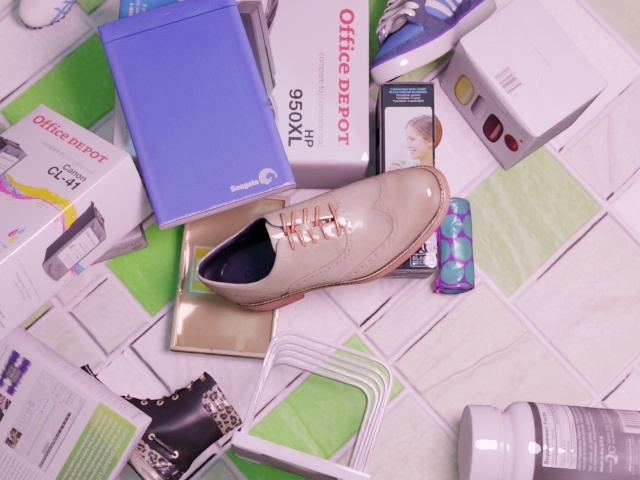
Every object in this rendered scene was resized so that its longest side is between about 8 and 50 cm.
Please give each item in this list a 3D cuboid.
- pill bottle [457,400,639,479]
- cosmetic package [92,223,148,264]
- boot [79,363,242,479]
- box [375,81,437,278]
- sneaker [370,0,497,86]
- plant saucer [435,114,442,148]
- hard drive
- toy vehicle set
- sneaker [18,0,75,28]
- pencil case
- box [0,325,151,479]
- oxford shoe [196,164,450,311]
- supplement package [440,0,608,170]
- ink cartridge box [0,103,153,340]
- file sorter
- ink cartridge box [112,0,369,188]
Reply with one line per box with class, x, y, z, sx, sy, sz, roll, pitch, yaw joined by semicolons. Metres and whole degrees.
pill bottle;0.358;0.329;1.563;0.283;0.161;0.161;5;79;-1
cosmetic package;-0.397;0.014;1.623;0.239;0.099;0.061;-18;82;-6
boot;-0.252;0.251;1.594;0.178;0.085;0.236;-37;83;-13
box;0.133;-0.089;1.623;0.087;0.169;0.290;0;84;1
sneaker;0.137;-0.409;1.655;0.323;0.130;0.236;-40;103;-37
plant saucer;0.163;-0.181;1.729;0.083;0.015;0.084;0;79;-2
hard drive;-0.185;-0.198;1.534;0.210;0.040;0.319;-18;81;-5
toy vehicle set;-0.144;0.053;1.657;0.165;0.035;0.267;6;79;-2
sneaker;-0.416;-0.451;1.720;0.085;0.086;0.237;43;81;4
pencil case;0.213;0.010;1.669;0.070;0.064;0.152;1;78;-19
box;-0.439;0.274;1.537;0.322;0.058;0.232;34;104;9
oxford shoe;0.000;0.000;1.495;0.397;0.146;0.141;-29;67;22
supplement package;0.318;-0.250;1.655;0.149;0.203;0.194;-35;82;-8
ink cartridge box;-0.439;-0.035;1.511;0.226;0.131;0.306;29;61;31
file sorter;-0.011;0.254;1.506;0.192;0.278;0.173;18;74;1
ink cartridge box;-0.119;-0.240;1.650;0.394;0.166;0.286;1;79;-3
